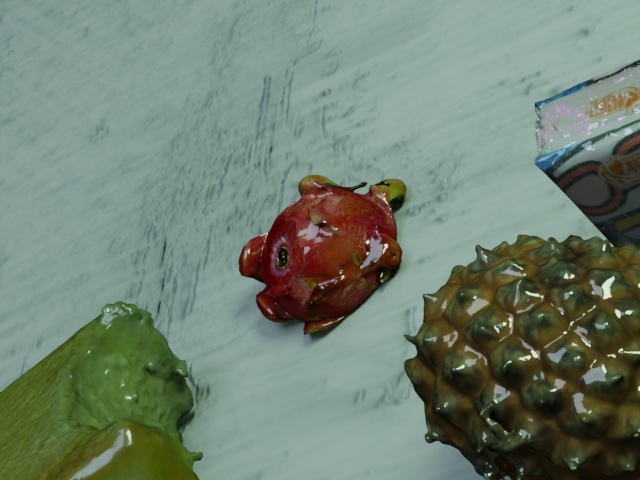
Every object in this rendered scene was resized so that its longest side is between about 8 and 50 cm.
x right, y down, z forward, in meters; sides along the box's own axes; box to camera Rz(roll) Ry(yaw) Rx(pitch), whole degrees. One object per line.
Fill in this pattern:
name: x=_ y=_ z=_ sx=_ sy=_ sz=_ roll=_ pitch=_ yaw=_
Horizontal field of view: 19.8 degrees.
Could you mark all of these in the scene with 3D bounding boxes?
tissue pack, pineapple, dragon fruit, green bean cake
tissue pack: x=0.210 y=-0.037 z=1.068 sx=0.115 sy=0.155 sz=0.065 roll=-23 pitch=46 yaw=29
pineapple: x=0.150 y=0.073 z=1.036 sx=0.193 sy=0.166 sz=0.166 roll=-1 pitch=58 yaw=42
dragon fruit: x=-0.003 y=0.004 z=1.317 sx=0.126 sy=0.068 sz=0.112 roll=-27 pitch=45 yaw=27
green bean cake: x=-0.175 y=0.177 z=1.252 sx=0.233 sy=0.124 sz=0.236 roll=-36 pitch=22 yaw=8
